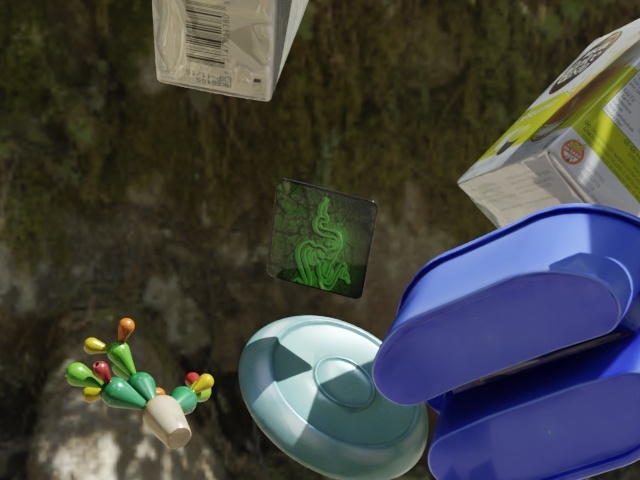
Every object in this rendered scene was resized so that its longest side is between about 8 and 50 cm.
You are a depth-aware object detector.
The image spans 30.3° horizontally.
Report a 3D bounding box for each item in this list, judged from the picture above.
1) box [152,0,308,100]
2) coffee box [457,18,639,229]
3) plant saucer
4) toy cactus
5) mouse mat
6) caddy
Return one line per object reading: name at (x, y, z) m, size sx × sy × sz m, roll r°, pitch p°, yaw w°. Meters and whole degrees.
box at (-0.070, -0.301, 1.224) m, size 0.121 × 0.148 × 0.311 m, roll 11°, pitch 45°, yaw 6°
coffee box at (0.458, -0.090, 1.621) m, size 0.334 × 0.338 × 0.337 m, roll -45°, pitch 7°, yaw -12°
plant saucer at (0.030, 0.226, 1.805) m, size 0.317 × 0.044 × 0.317 m, roll 18°, pitch 37°, yaw -14°
toy cactus at (-0.211, 0.193, 1.514) m, size 0.219 × 0.112 × 0.180 m, roll 28°, pitch 10°, yaw -43°
mouse mat at (0.000, 0.000, 1.728) m, size 0.152 × 0.189 × 0.007 m, roll 14°, pitch 41°, yaw 8°
caddy at (0.220, 0.108, 1.194) m, size 0.341 × 0.241 × 0.179 m, roll -25°, pitch 13°, yaw 32°
